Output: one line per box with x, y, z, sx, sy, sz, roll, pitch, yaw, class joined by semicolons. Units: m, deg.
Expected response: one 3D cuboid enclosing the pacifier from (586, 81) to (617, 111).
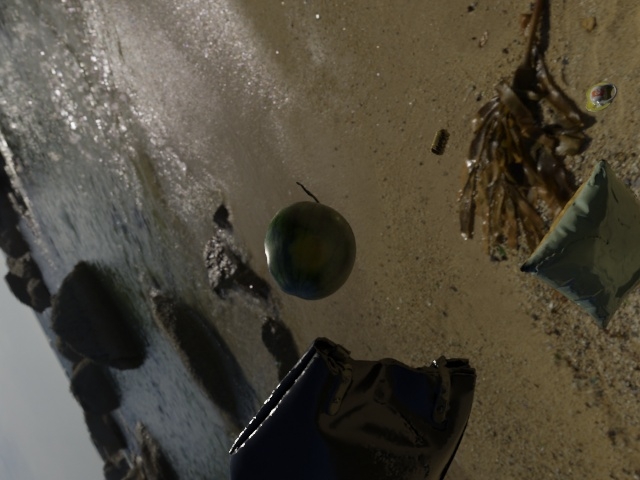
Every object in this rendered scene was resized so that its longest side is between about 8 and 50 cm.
0.699;-0.349;1.115;0.068;0.064;0.083;-6;64;41;pacifier

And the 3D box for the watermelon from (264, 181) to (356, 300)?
-0.001;0.007;0.920;0.127;0.232;0.204;-20;122;45;watermelon

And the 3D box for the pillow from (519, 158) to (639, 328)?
0.657;0.017;1.055;0.310;0.312;0.119;33;-179;-20;pillow

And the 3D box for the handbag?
0.056;0.270;0.649;0.152;0.343;0.287;-115;43;-57;handbag

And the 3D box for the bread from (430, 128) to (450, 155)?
0.396;-0.324;1.484;0.049;0.033;0.087;21;106;3;bread
